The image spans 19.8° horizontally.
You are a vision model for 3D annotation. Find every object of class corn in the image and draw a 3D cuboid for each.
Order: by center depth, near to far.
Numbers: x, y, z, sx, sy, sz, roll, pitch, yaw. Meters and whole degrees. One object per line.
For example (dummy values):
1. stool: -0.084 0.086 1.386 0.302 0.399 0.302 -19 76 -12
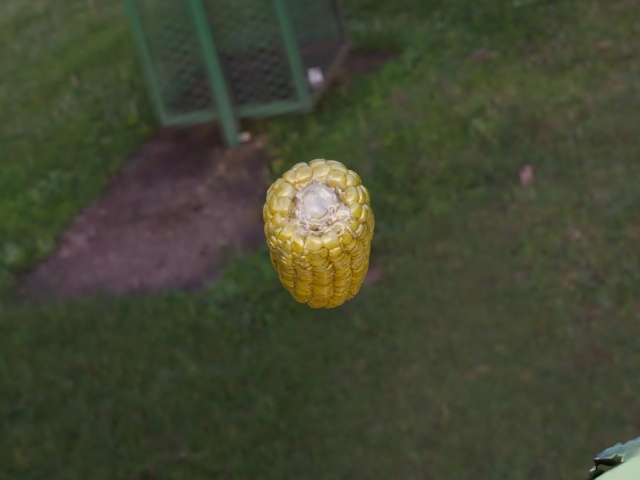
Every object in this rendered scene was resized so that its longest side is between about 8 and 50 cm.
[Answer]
1. corn: 0.000 0.000 1.165 0.072 0.072 0.203 -15 -13 -2

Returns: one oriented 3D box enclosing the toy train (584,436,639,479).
1. toy train: 0.104 0.181 0.685 0.157 0.253 0.105 -25 47 -24
